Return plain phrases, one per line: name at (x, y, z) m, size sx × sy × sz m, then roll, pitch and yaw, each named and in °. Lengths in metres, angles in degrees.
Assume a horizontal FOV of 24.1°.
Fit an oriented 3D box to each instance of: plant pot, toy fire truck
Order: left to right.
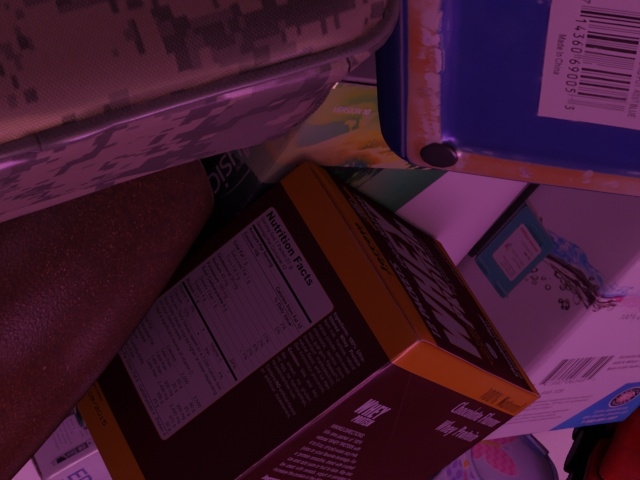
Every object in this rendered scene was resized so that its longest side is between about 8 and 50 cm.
plant pot at (-0.176, 0.011, 0.791) m, size 0.230 × 0.215 × 0.215 m, roll -38°, pitch 154°, yaw -19°
plant pot at (0.139, -0.154, 0.706) m, size 0.236 × 0.212 × 0.236 m, roll 9°, pitch 148°, yaw 9°
toy fire truck at (0.370, 0.185, 1.544) m, size 0.246 × 0.158 × 0.217 m, roll -68°, pitch 174°, yaw 32°

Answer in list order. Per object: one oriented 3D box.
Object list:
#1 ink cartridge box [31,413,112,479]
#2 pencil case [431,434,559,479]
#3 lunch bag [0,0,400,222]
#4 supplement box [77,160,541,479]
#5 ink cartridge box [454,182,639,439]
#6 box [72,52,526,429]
ink cartridge box at (-0.101, 0.163, 1.229) m, size 0.224 × 0.045 × 0.223 m, roll -30°, pitch 151°, yaw -4°
pencil case at (0.150, 0.316, 1.632) m, size 0.124 × 0.113 × 0.273 m, roll -10°, pitch 144°, yaw -38°
lunch bag at (-0.158, -0.099, 0.608) m, size 0.305 × 0.213 × 0.256 m, roll -20°, pitch 174°, yaw -22°
supplement box at (-0.008, 0.083, 0.892) m, size 0.194 × 0.129 × 0.191 m, roll -38°, pitch 151°, yaw 13°
ink cartridge box at (0.193, -0.019, 1.071) m, size 0.198 × 0.197 × 0.270 m, roll 0°, pitch 139°, yaw -44°
box at (0.000, 0.000, 0.962) m, size 0.232 × 0.058 × 0.322 m, roll -1°, pitch 138°, yaw -43°
